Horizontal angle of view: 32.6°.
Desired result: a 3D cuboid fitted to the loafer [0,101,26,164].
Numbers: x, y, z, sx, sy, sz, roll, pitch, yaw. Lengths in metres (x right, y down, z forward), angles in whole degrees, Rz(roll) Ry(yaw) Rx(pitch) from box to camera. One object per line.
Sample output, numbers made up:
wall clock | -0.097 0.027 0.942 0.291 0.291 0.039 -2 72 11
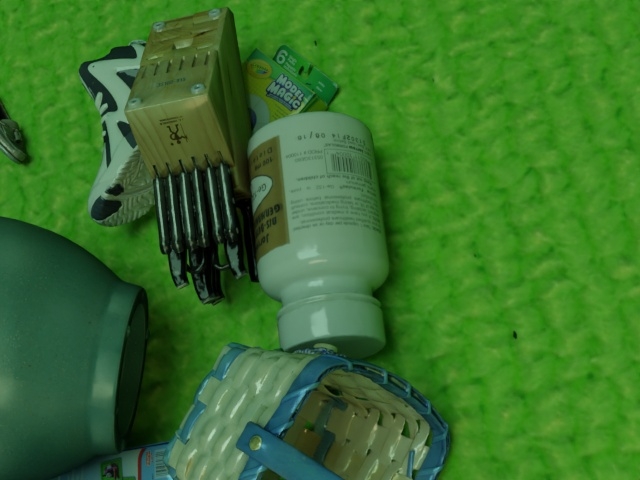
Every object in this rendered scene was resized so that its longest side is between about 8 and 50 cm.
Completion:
loafer | -0.400 -0.145 1.375 0.039 0.045 0.125 -44 58 -2

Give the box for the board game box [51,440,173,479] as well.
board game box | -0.230 0.304 1.145 0.212 0.039 0.160 -12 69 20

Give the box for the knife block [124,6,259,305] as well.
knife block | -0.116 -0.080 1.155 0.088 0.242 0.275 -10 37 9

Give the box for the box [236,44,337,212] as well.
box | -0.072 -0.132 1.216 0.105 0.043 0.179 41 91 29

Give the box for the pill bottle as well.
pill bottle | 0.000 0.000 1.086 0.131 0.131 0.229 -15 67 20

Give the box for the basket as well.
basket | 0.024 0.207 0.936 0.289 0.255 0.201 27 83 41

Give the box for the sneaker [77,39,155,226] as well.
sneaker | -0.231 -0.136 1.263 0.153 0.094 0.235 22 83 31

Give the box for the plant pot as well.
plant pot | -0.285 0.121 1.118 0.196 0.293 0.293 6 74 0
